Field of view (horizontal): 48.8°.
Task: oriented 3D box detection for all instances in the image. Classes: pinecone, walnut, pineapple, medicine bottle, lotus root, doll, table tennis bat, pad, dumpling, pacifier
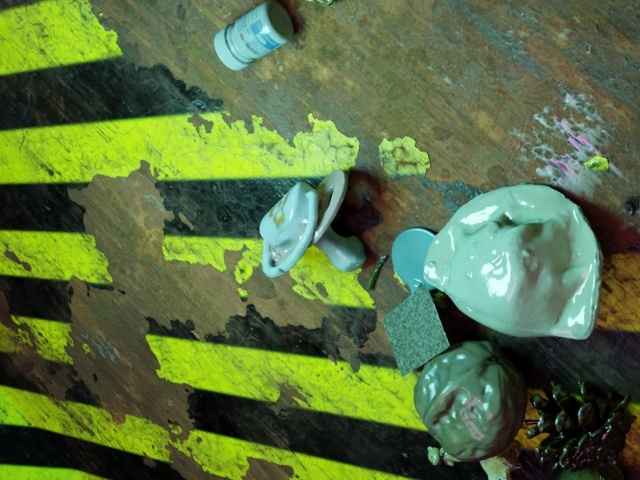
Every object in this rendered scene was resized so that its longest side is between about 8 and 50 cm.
[{"bbox_3d":[0.545,0.391,1.511,0.201,0.229,0.202,26,130,56],"label":"pinecone"},{"bbox_3d":[0.342,0.363,1.615,0.273,0.227,0.273,11,112,29],"label":"walnut"},{"bbox_3d":[0.434,0.546,1.745,0.116,0.069,0.137,30,127,17],"label":"pineapple"},{"bbox_3d":[-0.152,-0.469,1.616,0.168,0.105,0.105,-18,101,37],"label":"medicine bottle"},{"bbox_3d":[0.597,0.614,1.620,0.160,0.152,0.275,36,126,25],"label":"lotus root"},{"bbox_3d":[0.328,0.560,1.849,0.093,0.051,0.061,-16,103,7],"label":"doll"},{"bbox_3d":[0.234,0.085,1.675,0.153,0.040,0.244,16,117,32],"label":"table tennis bat"},{"bbox_3d":[0.221,0.217,1.679,0.235,0.003,0.158,-52,50,55],"label":"pad"},{"bbox_3d":[0.408,0.036,1.471,0.395,0.233,0.315,16,88,42],"label":"dumpling"},{"bbox_3d":[-0.021,-0.027,1.682,0.332,0.273,0.220,-41,60,40],"label":"pacifier"}]

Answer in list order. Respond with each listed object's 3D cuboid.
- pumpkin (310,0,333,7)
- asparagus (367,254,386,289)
[{"bbox_3d":[0.005,-0.546,1.525,0.101,0.035,0.073,28,113,23],"label":"pumpkin"},{"bbox_3d":[0.139,0.077,1.746,0.015,0.014,0.114,31,125,16],"label":"asparagus"}]
